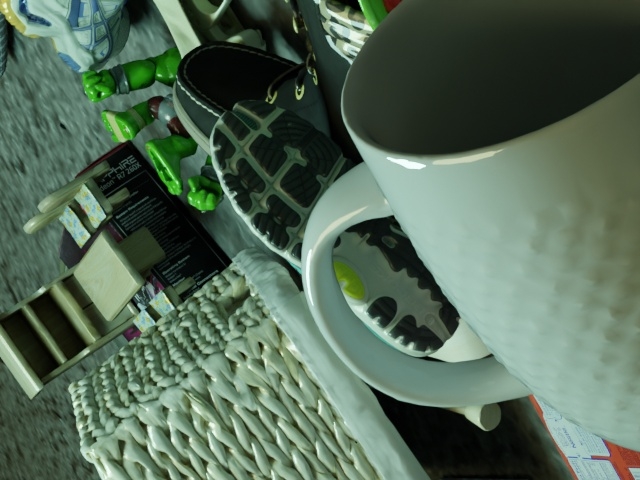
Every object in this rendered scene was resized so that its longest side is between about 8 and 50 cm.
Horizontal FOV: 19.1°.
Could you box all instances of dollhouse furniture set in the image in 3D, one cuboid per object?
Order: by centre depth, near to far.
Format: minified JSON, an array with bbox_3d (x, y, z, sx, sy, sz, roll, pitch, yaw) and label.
[{"bbox_3d":[-0.274,0.068,2.182,0.212,0.161,0.242,54,152,4],"label":"dollhouse furniture set"}]

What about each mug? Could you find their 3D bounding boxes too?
[{"bbox_3d":[0.166,-0.006,1.313,0.328,0.374,0.276,58,-160,-30],"label":"mug"}]

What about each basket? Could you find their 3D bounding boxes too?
[{"bbox_3d":[-0.058,0.225,1.957,0.331,0.266,0.328,54,177,-13],"label":"basket"}]

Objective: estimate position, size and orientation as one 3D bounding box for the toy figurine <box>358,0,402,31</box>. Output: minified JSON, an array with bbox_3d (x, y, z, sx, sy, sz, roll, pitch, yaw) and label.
[{"bbox_3d":[0.114,-0.201,1.387,0.159,0.130,0.173,-14,95,18],"label":"toy figurine"}]

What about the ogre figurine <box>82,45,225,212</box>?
[{"bbox_3d":[-0.144,-0.127,1.976,0.197,0.118,0.097,37,154,36],"label":"ogre figurine"}]

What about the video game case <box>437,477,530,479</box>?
[{"bbox_3d":[0.212,0.329,2.031,0.173,0.022,0.190,58,156,-9],"label":"video game case"}]

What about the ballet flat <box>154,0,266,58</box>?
[{"bbox_3d":[-0.104,-0.206,1.862,0.248,0.086,0.086,59,155,-6],"label":"ballet flat"}]

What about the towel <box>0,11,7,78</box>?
[{"bbox_3d":[-0.495,-0.342,2.335,0.284,0.121,0.235,46,155,15],"label":"towel"}]

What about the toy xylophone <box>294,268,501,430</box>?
[{"bbox_3d":[0.080,0.056,1.847,0.322,0.081,0.236,21,144,50],"label":"toy xylophone"}]

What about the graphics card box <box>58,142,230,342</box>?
[{"bbox_3d":[-0.170,0.084,2.316,0.371,0.094,0.233,49,154,11],"label":"graphics card box"}]

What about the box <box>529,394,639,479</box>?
[{"bbox_3d":[0.235,0.080,1.554,0.257,0.122,0.128,60,154,-11],"label":"box"}]

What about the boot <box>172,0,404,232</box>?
[{"bbox_3d":[0.009,-0.153,1.645,0.377,0.138,0.284,33,149,31],"label":"boot"}]

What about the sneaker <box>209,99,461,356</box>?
[{"bbox_3d":[0.000,0.000,1.627,0.275,0.107,0.110,48,160,-10],"label":"sneaker"}]

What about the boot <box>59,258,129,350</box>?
[{"bbox_3d":[-0.270,0.115,2.543,0.208,0.076,0.190,41,156,27],"label":"boot"}]

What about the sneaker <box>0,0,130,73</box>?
[{"bbox_3d":[-0.230,-0.253,1.943,0.112,0.131,0.296,64,-171,7],"label":"sneaker"}]
